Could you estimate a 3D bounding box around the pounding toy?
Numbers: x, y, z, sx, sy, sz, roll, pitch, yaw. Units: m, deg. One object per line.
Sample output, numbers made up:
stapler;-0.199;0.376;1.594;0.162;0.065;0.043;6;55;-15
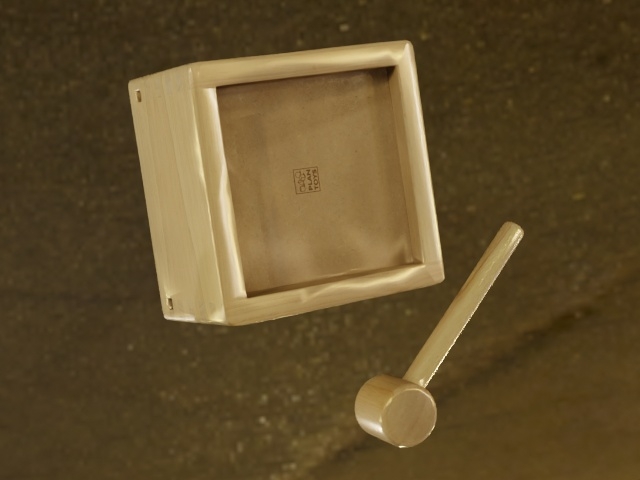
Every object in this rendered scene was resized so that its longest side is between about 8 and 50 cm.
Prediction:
pounding toy;0.009;0.004;0.756;0.181;0.206;0.094;-11;-175;-28
